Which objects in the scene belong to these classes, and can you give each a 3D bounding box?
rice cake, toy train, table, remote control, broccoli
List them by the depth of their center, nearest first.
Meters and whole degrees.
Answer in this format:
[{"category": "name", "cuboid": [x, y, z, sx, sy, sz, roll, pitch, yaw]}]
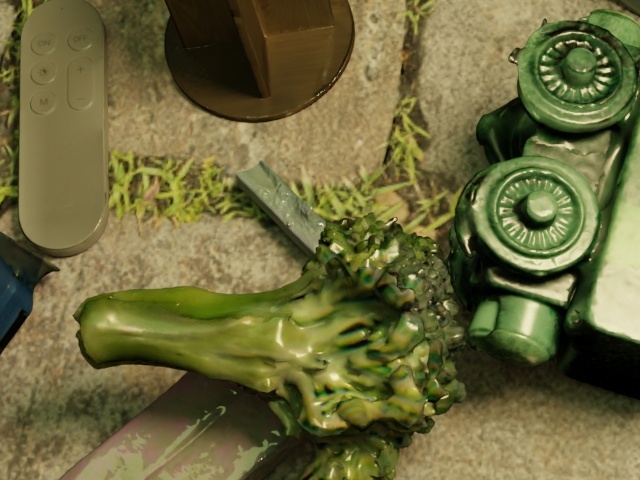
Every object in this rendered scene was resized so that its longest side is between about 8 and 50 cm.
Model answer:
[{"category": "broccoli", "cuboid": [-0.026, 0.099, 1.211, 0.275, 0.177, 0.198, -17, 98, 1]}, {"category": "rice cake", "cuboid": [-0.155, 0.213, 1.254, 0.298, 0.050, 0.106, -42, 68, -11]}, {"category": "toy train", "cuboid": [0.224, -0.028, 1.259, 0.238, 0.167, 0.299, 18, 70, 4]}, {"category": "rice cake", "cuboid": [0.000, 0.000, 1.333, 0.030, 0.042, 0.180, -41, 68, -13]}, {"category": "table", "cuboid": [-0.068, -0.222, 1.340, 0.167, 0.226, 0.167, -3, 65, 7]}, {"category": "remote control", "cuboid": [-0.219, -0.100, 1.420, 0.077, 0.022, 0.245, -7, 65, 7]}]

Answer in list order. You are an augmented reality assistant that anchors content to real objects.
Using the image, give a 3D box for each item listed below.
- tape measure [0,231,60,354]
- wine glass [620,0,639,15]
[{"category": "tape measure", "cuboid": [-0.374, 0.002, 1.277, 0.259, 0.262, 0.138, 24, 81, 18]}, {"category": "wine glass", "cuboid": [0.425, -0.279, 1.382, 0.264, 0.096, 0.309, 34, 73, 13]}]
